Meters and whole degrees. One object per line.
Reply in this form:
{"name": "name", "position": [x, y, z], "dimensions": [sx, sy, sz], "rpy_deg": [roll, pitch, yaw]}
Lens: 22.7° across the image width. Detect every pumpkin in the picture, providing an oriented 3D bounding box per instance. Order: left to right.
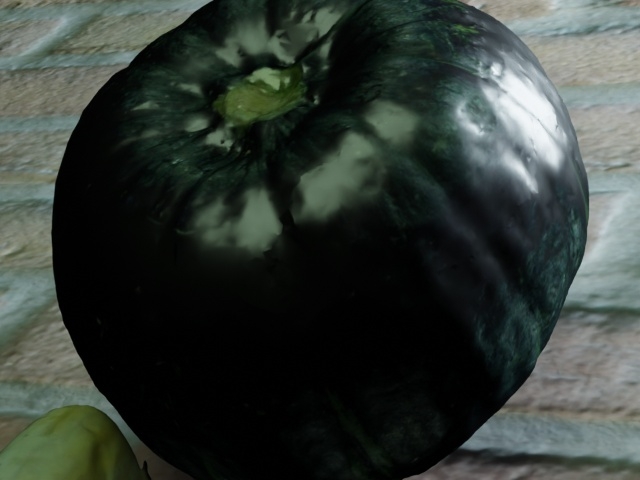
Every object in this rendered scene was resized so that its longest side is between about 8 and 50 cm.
{"name": "pumpkin", "position": [0.000, 0.000, 0.873], "dimensions": [0.315, 0.238, 0.315], "rpy_deg": [-19, 41, 17]}

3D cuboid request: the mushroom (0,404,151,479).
{"name": "mushroom", "position": [-0.170, 0.192, 0.723], "dimensions": [0.081, 0.100, 0.312], "rpy_deg": [4, 31, 24]}
